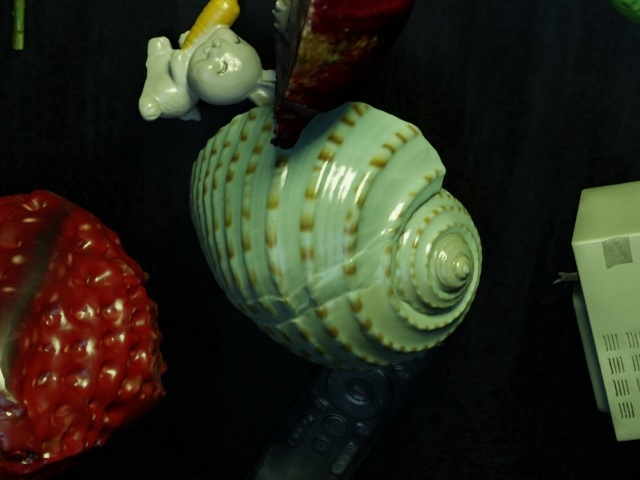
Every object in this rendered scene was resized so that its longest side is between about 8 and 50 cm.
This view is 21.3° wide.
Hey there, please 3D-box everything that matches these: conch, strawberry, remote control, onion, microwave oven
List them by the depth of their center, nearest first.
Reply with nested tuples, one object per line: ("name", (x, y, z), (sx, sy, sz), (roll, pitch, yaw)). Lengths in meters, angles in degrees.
("onion", (0.024, -0.236, 1.645), (0.146, 0.314, 0.280), (5, 129, -7))
("microwave oven", (0.362, 0.068, 1.782), (0.194, 0.145, 0.241), (-7, 115, 21))
("conch", (0.000, 0.011, 1.788), (0.319, 0.215, 0.303), (-11, 132, 23))
("strawberry", (-0.333, 0.133, 1.882), (0.295, 0.345, 0.318), (3, 118, 11))
("remote control", (0.011, 0.224, 2.014), (0.107, 0.044, 0.377), (29, 121, -6))

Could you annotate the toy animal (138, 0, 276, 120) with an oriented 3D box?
("toy animal", (-0.093, -0.181, 1.817), (0.181, 0.131, 0.127), (-5, 148, 25))

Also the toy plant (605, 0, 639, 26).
("toy plant", (0.270, -0.366, 1.550), (0.317, 0.211, 0.356), (26, 133, -2))

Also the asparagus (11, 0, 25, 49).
("asparagus", (-0.329, -0.268, 1.861), (0.015, 0.018, 0.127), (-6, 121, -22))
